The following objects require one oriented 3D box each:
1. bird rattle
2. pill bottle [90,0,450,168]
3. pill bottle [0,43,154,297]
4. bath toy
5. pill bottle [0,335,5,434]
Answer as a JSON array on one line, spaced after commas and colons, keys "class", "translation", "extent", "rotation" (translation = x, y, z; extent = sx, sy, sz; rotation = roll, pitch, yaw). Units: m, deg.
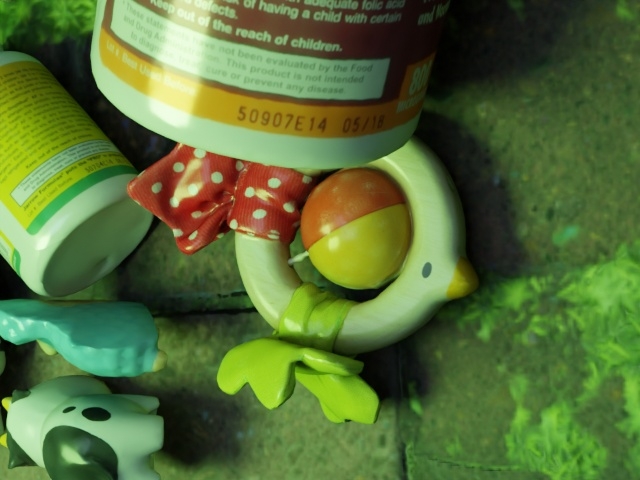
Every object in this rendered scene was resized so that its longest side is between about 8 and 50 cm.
[{"class": "bird rattle", "translation": [0.000, 0.000, 1.164], "extent": [0.207, 0.143, 0.253], "rotation": [-26, 66, 15]}, {"class": "pill bottle", "translation": [-0.004, -0.263, 1.025], "extent": [0.224, 0.224, 0.392], "rotation": [27, 120, 25]}, {"class": "pill bottle", "translation": [-0.229, -0.068, 1.260], "extent": [0.208, 0.117, 0.117], "rotation": [47, 111, 19]}, {"class": "bath toy", "translation": [-0.188, 0.220, 1.237], "extent": [0.129, 0.151, 0.348], "rotation": [1, 96, -12]}, {"class": "pill bottle", "translation": [-0.306, 0.073, 1.309], "extent": [0.108, 0.108, 0.180], "rotation": [-15, 84, 28]}]
